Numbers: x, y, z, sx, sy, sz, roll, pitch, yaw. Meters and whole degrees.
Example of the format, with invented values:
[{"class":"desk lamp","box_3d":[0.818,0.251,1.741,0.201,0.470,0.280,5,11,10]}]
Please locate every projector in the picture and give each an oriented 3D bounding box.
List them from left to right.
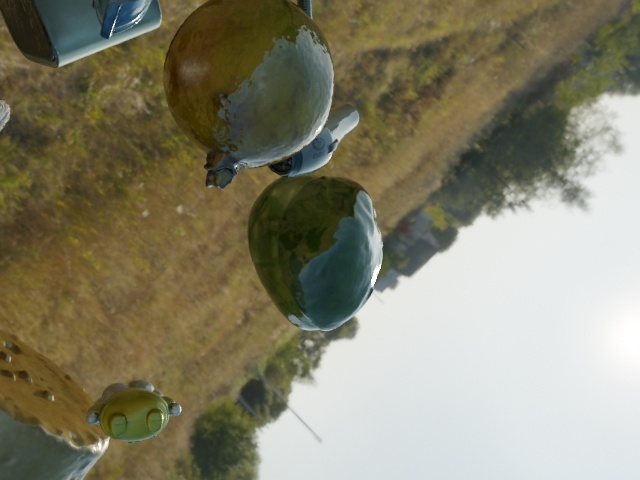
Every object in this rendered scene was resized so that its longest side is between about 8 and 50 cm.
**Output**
[{"class":"projector","box_3d":[-0.509,-0.518,1.409,0.249,0.248,0.248,-33,127,-28]}]

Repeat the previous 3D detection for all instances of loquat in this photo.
[{"class":"loquat","box_3d":[-0.092,-0.180,0.857,0.213,0.213,0.246,99,8,-81]}]

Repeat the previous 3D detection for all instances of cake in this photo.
[{"class":"cake","box_3d":[-0.507,0.311,0.962,0.321,0.332,0.332,-54,176,-6]}]

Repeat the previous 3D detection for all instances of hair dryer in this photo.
[{"class":"hair dryer","box_3d":[0.006,-0.228,1.019,0.229,0.092,0.267,-16,118,-65]}]

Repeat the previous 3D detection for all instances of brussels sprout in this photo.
[{"class":"brussels sprout","box_3d":[0.000,0.000,1.482,0.275,0.315,0.371,-18,-156,22]}]

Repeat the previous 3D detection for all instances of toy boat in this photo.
[{"class":"toy boat","box_3d":[-0.357,-0.435,1.256,0.102,0.088,0.215,126,-20,-46]}]

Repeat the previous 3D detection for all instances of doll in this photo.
[{"class":"doll","box_3d":[-0.227,0.205,0.834,0.106,0.062,0.162,0,176,-18]}]

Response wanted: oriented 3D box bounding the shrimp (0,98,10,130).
[{"class":"shrimp","box_3d":[-0.627,-0.170,1.177,0.223,0.047,0.126,-39,173,-24]}]
